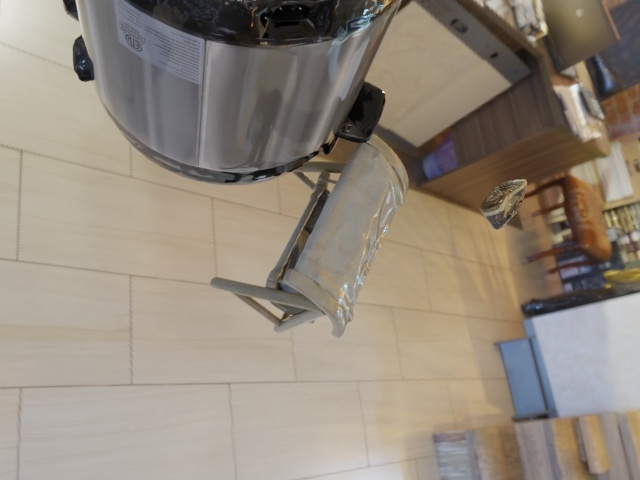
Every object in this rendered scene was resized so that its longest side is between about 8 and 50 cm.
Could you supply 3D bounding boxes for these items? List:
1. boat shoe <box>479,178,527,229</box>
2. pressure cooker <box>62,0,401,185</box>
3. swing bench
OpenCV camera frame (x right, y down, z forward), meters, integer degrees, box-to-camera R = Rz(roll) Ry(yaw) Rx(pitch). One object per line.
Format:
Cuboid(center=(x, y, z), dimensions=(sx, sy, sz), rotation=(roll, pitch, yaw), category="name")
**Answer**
Cuboid(center=(0.317, -0.064, 1.032), dimensions=(0.152, 0.056, 0.049), rotation=(-34, 110, -44), category="boat shoe")
Cuboid(center=(-0.112, -0.275, 0.737), dimensions=(0.375, 0.420, 0.370), rotation=(-21, 73, -21), category="pressure cooker")
Cuboid(center=(0.000, 0.000, 0.916), dimensions=(0.165, 0.254, 0.253), rotation=(39, 65, -26), category="swing bench")
